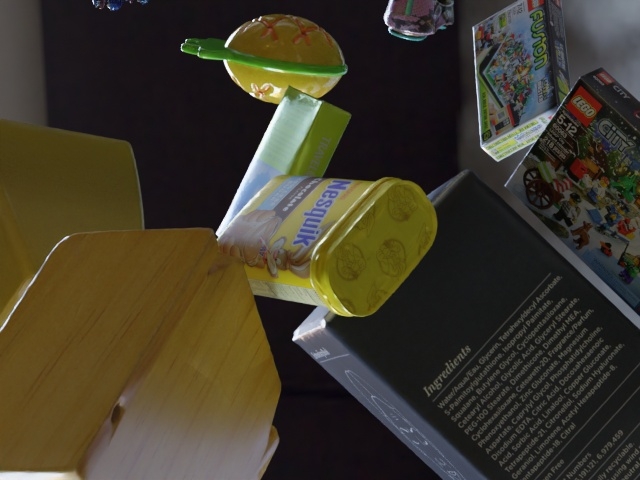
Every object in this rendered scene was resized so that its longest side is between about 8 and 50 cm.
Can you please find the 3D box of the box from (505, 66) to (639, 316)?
[{"bbox_3d":[0.309,-0.035,1.793,0.233,0.044,0.159,45,132,17],"label":"box"}]

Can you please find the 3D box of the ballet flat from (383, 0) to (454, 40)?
[{"bbox_3d":[0.116,-0.274,2.050,0.221,0.077,0.079,-49,-25,-76],"label":"ballet flat"}]

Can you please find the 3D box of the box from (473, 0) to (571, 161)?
[{"bbox_3d":[0.243,-0.203,2.194,0.114,0.036,0.207,-29,42,30],"label":"box"}]

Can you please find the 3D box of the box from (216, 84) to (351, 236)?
[{"bbox_3d":[-0.040,-0.068,1.904,0.178,0.042,0.109,-64,26,3],"label":"box"}]

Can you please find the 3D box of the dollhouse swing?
[{"bbox_3d":[-0.249,0.151,1.510,0.315,0.305,0.347,-62,-23,-27],"label":"dollhouse swing"}]

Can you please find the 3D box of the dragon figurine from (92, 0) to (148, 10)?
[{"bbox_3d":[-0.233,-0.341,1.687,0.085,0.144,0.289,19,-119,-75],"label":"dragon figurine"}]

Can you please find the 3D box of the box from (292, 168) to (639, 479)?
[{"bbox_3d":[0.193,0.150,1.835,0.395,0.212,0.293,43,172,-2],"label":"box"}]

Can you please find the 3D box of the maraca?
[{"bbox_3d":[-0.061,-0.205,2.027,0.127,0.186,0.099,-81,0,-80],"label":"maraca"}]

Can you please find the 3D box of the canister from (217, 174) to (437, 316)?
[{"bbox_3d":[0.000,0.000,1.557,0.170,0.126,0.073,7,139,52],"label":"canister"}]

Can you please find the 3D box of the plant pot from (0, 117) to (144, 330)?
[{"bbox_3d":[-0.300,0.020,1.891,0.212,0.212,0.187,-52,49,30],"label":"plant pot"}]
